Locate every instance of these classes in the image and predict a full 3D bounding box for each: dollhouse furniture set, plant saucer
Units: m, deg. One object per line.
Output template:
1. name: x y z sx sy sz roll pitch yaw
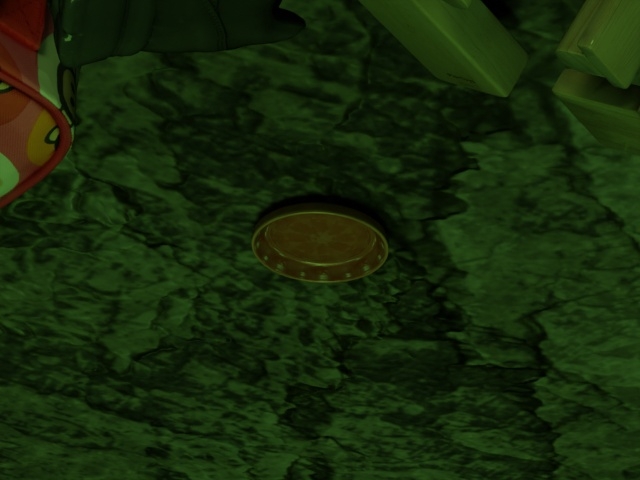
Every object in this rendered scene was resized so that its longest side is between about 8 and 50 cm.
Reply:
1. dollhouse furniture set: 0.112 -0.132 0.687 0.151 0.123 0.144 23 169 47
2. plant saucer: 0.000 0.000 0.927 0.083 0.013 0.083 3 149 2

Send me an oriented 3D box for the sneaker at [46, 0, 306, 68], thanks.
1. sneaker: -0.031 -0.172 0.584 0.130 0.109 0.286 1 153 -17

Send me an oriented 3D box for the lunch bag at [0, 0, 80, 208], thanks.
1. lunch bag: -0.254 -0.107 0.679 0.258 0.120 0.293 -24 138 36
